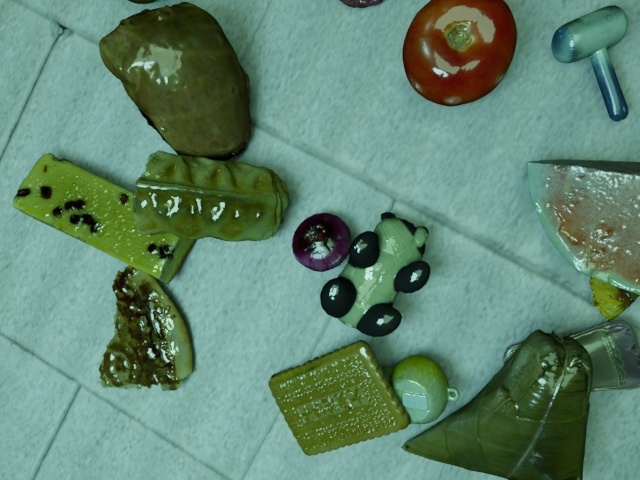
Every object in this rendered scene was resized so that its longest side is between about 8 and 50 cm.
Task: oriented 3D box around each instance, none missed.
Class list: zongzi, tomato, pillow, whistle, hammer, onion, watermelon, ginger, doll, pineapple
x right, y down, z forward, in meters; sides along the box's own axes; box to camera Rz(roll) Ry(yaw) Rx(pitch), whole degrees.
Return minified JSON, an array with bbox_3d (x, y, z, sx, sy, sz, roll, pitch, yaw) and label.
[{"bbox_3d":[0.283,0.280,0.750,0.301,0.145,0.273,1,107,20],"label":"zongzi"},{"bbox_3d":[0.238,-0.331,0.764,0.196,0.136,0.194,0,93,10],"label":"tomato"},{"bbox_3d":[0.451,0.224,0.786,0.233,0.038,0.130,-17,96,13],"label":"pillow"},{"bbox_3d":[0.144,0.266,0.814,0.223,0.123,0.122,-1,91,29],"label":"whistle"},{"bbox_3d":[0.489,-0.298,0.766,0.116,0.069,0.193,-21,93,7],"label":"hammer"},{"bbox_3d":[0.000,0.000,0.820,0.115,0.104,0.115,-7,72,20],"label":"onion"},{"bbox_3d":[0.499,-0.034,0.712,0.256,0.176,0.259,-13,94,8],"label":"watermelon"},{"bbox_3d":[-0.241,-0.292,0.793,0.200,0.223,0.269,-40,79,-14],"label":"ginger"},{"bbox_3d":[0.101,0.060,0.788,0.144,0.135,0.234,32,95,-2],"label":"doll"},{"bbox_3d":[0.538,0.079,0.761,0.114,0.077,0.114,-18,92,-5],"label":"pineapple"}]

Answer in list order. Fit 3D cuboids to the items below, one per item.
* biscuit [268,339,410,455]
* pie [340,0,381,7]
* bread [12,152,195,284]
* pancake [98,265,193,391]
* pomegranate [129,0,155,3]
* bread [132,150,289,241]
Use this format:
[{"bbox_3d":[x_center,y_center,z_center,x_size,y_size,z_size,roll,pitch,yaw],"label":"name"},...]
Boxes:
[{"bbox_3d":[0.020,0.297,0.809,0.255,0.029,0.172,-32,85,32],"label":"biscuit"},{"bbox_3d":[0.083,-0.520,0.834,0.155,0.036,0.154,0,90,8],"label":"pie"},{"bbox_3d":[-0.434,-0.051,0.882,0.362,0.077,0.138,24,77,7],"label":"bread"},{"bbox_3d":[-0.382,0.208,0.914,0.245,0.057,0.266,-39,81,16],"label":"pancake"},{"bbox_3d":[-0.353,-0.556,0.810,0.180,0.209,0.179,0,76,1],"label":"pomegranate"},{"bbox_3d":[-0.191,-0.074,0.807,0.268,0.130,0.151,5,100,-14],"label":"bread"}]
